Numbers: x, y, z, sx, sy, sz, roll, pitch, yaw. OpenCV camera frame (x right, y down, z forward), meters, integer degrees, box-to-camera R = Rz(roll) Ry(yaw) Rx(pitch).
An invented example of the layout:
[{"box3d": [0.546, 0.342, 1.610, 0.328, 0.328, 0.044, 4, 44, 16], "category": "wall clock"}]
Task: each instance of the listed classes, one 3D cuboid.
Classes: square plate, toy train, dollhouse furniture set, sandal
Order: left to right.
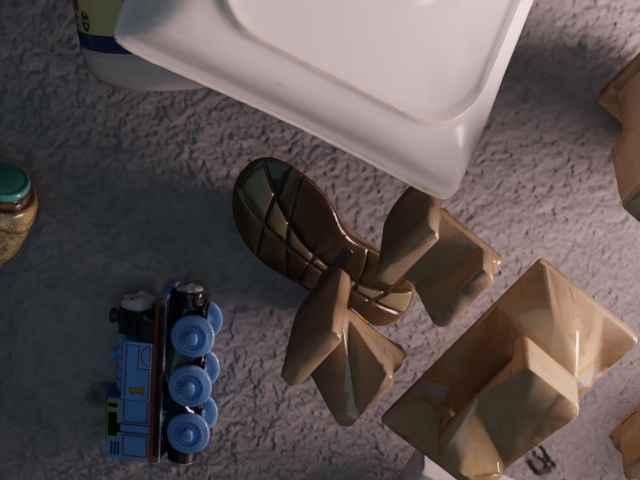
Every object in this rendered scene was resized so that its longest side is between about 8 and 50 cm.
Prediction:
[{"box3d": [-0.152, 0.127, 1.585, 0.105, 0.080, 0.184, 5, 106, 3], "category": "toy train"}, {"box3d": [0.000, 0.000, 1.566, 0.219, 0.060, 0.090, 35, 100, -26], "category": "sandal"}, {"box3d": [0.052, -0.244, 1.283, 0.344, 0.049, 0.347, 23, 88, -33], "category": "square plate"}, {"box3d": [0.230, 0.053, 1.508, 0.362, 0.256, 0.394, 38, 113, -11], "category": "dollhouse furniture set"}]

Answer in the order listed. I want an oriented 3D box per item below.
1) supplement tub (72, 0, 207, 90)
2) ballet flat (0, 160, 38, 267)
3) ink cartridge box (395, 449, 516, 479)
[{"box3d": [-0.102, -0.302, 1.346, 0.235, 0.235, 0.325, -7, 107, 1], "category": "supplement tub"}, {"box3d": [-0.435, -0.056, 1.511, 0.348, 0.123, 0.123, 19, 105, -7], "category": "ballet flat"}, {"box3d": [0.134, 0.330, 1.675, 0.189, 0.066, 0.232, 24, 125, -8], "category": "ink cartridge box"}]
